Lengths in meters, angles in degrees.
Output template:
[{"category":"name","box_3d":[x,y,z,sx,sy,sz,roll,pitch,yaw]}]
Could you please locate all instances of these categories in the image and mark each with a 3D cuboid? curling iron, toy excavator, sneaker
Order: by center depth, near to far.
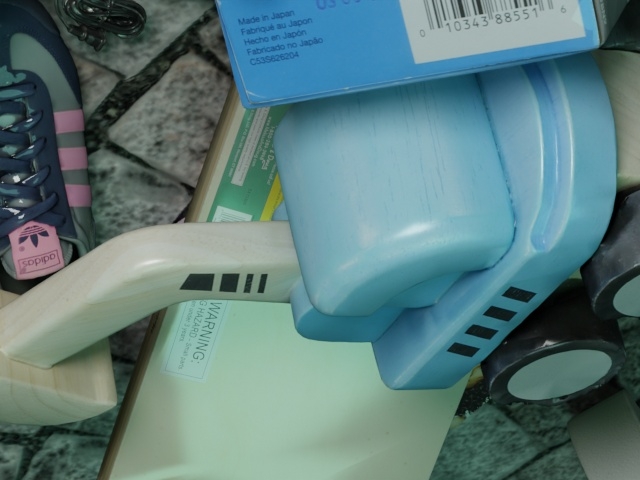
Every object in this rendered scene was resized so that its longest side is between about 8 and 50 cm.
[{"category":"toy excavator","box_3d":[0.000,0.000,1.292,0.445,0.222,0.433,4,149,-26]},{"category":"curling iron","box_3d":[-0.069,-0.185,1.385,0.274,0.035,0.068,-4,136,-16]},{"category":"sneaker","box_3d":[-0.223,-0.047,1.386,0.112,0.131,0.319,-14,134,-6]}]

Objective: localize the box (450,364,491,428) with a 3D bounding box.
[{"category":"box","box_3d":[0.175,0.077,1.699,0.232,0.058,0.087,-43,131,19]}]

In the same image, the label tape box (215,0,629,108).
[{"category":"label tape box","box_3d":[0.097,-0.205,1.229,0.240,0.333,0.106,-7,110,22]}]

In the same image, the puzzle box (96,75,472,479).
[{"category":"puzzle box","box_3d":[0.003,0.064,1.504,0.272,0.052,0.409,16,105,-16]}]

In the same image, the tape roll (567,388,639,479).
[{"category":"tape roll","box_3d":[0.366,0.329,1.771,0.072,0.392,0.392,-30,134,9]}]

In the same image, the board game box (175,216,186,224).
[{"category":"board game box","box_3d":[-0.078,0.001,1.562,0.090,0.020,0.090,-35,133,11]}]
